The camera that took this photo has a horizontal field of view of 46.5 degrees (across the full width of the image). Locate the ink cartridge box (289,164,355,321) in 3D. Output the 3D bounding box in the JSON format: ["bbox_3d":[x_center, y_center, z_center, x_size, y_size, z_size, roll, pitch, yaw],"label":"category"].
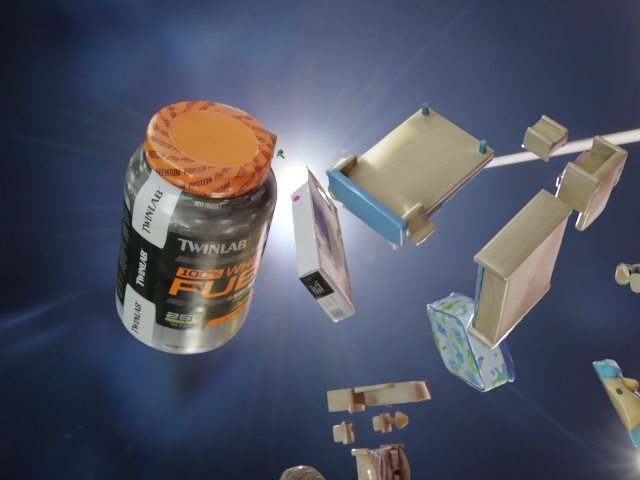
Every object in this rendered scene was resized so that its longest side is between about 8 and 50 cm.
[{"bbox_3d":[0.000,0.000,1.762,0.176,0.069,0.371,53,-159,-39],"label":"ink cartridge box"}]

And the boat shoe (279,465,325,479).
[{"bbox_3d":[0.005,0.664,1.621,0.132,0.130,0.355,0,-142,-29],"label":"boat shoe"}]

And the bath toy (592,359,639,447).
[{"bbox_3d":[0.518,0.131,0.897,0.129,0.348,0.151,67,-169,17],"label":"bath toy"}]

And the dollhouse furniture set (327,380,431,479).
[{"bbox_3d":[0.168,0.507,1.698,0.303,0.174,0.355,20,-119,-62],"label":"dollhouse furniture set"}]

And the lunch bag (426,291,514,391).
[{"bbox_3d":[0.301,0.206,1.511,0.219,0.090,0.176,-166,56,-78],"label":"lunch bag"}]

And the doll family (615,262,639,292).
[{"bbox_3d":[0.451,0.045,0.877,0.111,0.193,0.076,-1,-65,-50],"label":"doll family"}]

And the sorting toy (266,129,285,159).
[{"bbox_3d":[-0.104,-0.200,1.543,0.083,0.012,0.062,25,-122,-32],"label":"sorting toy"}]

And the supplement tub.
[{"bbox_3d":[-0.178,-0.013,1.059,0.207,0.207,0.338,-64,-6,-47],"label":"supplement tub"}]

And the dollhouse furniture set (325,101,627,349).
[{"bbox_3d":[0.203,-0.056,1.058,0.286,0.303,0.198,-41,-28,-20],"label":"dollhouse furniture set"}]
